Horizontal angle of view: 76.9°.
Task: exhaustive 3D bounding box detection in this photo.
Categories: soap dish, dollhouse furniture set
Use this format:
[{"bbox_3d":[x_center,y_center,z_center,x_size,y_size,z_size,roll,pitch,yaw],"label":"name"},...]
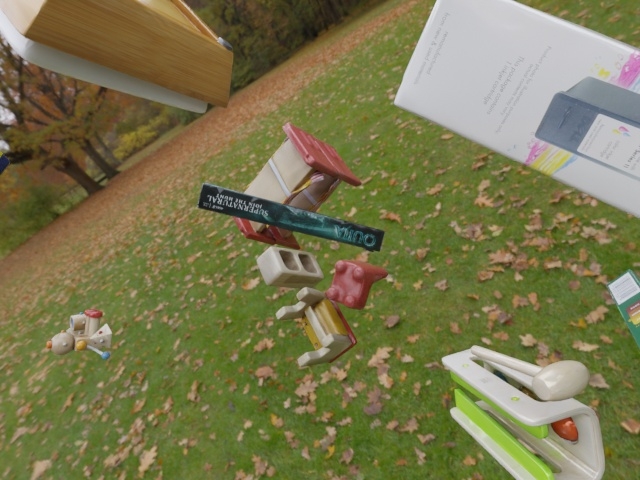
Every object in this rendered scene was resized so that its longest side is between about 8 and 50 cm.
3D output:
[{"bbox_3d":[-0.274,-0.301,0.539,0.118,0.229,0.291,-48,-19,22],"label":"soap dish"},{"bbox_3d":[0.000,0.000,0.709,0.201,0.152,0.374,-44,58,23],"label":"dollhouse furniture set"}]

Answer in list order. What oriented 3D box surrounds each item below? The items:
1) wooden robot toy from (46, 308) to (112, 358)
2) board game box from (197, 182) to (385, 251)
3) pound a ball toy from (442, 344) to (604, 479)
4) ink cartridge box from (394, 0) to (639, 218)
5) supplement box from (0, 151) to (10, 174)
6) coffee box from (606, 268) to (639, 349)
[{"bbox_3d":[-0.409,0.156,0.668,0.079,0.076,0.173,-2,-1,-44],"label":"wooden robot toy"},{"bbox_3d":[-0.037,-0.025,0.453,0.126,0.186,0.026,-161,86,-78],"label":"board game box"},{"bbox_3d":[0.337,0.254,0.679,0.136,0.207,0.319,-11,4,-10],"label":"pound a ball toy"},{"bbox_3d":[0.277,-0.135,0.411,0.207,0.354,0.119,-49,-15,-54],"label":"ink cartridge box"},{"bbox_3d":[-0.721,-0.179,0.601,0.194,0.356,0.195,9,59,10],"label":"supplement box"},{"bbox_3d":[0.405,0.118,0.462,0.040,0.113,0.184,-49,1,31],"label":"coffee box"}]
